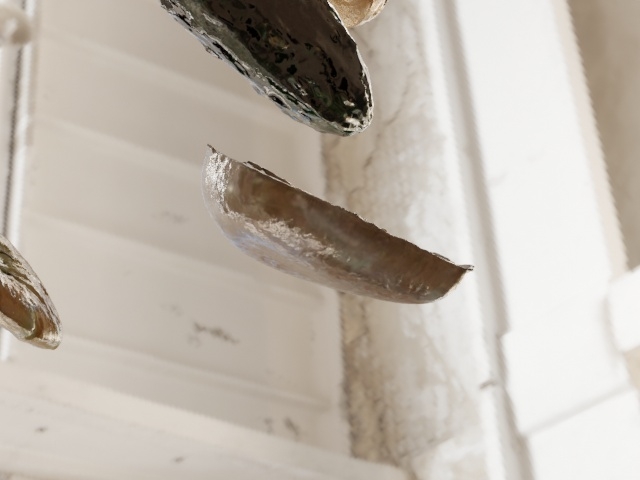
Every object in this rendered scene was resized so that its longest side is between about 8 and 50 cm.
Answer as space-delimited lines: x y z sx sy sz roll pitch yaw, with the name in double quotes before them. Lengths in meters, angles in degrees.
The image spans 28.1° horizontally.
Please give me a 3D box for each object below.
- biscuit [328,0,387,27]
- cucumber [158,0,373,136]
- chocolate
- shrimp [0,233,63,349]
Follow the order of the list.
"biscuit" 0.011 -0.360 1.247 0.216 0.339 0.047 28 -136 29
"cucumber" -0.079 -0.170 0.658 0.303 0.072 0.081 50 -155 -4
"chocolate" 0.001 0.001 1.198 0.261 0.161 0.083 24 -88 -24
"shrimp" -0.252 -0.005 0.846 0.217 0.115 0.051 43 -98 -5
